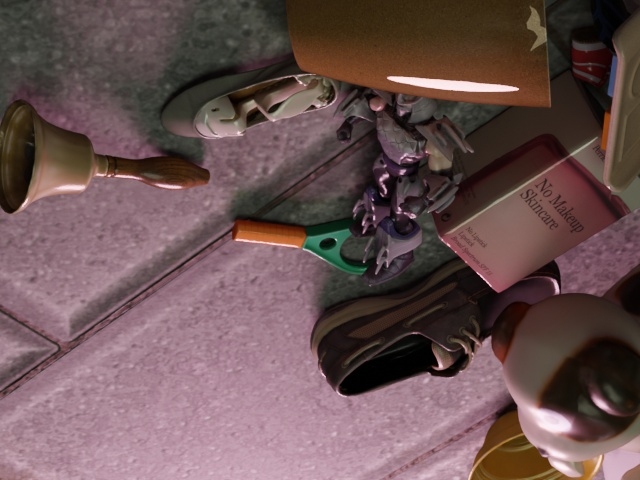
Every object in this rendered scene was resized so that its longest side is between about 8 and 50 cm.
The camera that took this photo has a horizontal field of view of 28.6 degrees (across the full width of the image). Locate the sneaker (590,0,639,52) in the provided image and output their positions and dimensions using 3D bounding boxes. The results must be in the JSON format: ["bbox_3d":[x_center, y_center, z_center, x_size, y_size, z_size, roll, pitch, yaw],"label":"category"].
[{"bbox_3d":[0.332,-0.306,1.367,0.081,0.080,0.211,-37,134,-18],"label":"sneaker"}]

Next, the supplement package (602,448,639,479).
[{"bbox_3d":[0.574,0.362,1.933,0.204,0.145,0.262,-7,172,-7],"label":"supplement package"}]

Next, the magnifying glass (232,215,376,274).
[{"bbox_3d":[0.000,0.000,1.607,0.231,0.026,0.092,8,131,-20],"label":"magnifying glass"}]

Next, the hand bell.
[{"bbox_3d":[-0.235,-0.082,1.430,0.242,0.126,0.126,5,133,-34],"label":"hand bell"}]

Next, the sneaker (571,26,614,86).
[{"bbox_3d":[0.350,-0.217,1.468,0.119,0.042,0.067,-4,132,0],"label":"sneaker"}]

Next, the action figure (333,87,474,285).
[{"bbox_3d":[0.089,-0.080,1.455,0.099,0.185,0.285,-19,144,-19],"label":"action figure"}]

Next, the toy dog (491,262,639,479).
[{"bbox_3d":[0.420,0.160,1.633,0.408,0.284,0.395,-9,121,-36],"label":"toy dog"}]

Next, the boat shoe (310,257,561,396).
[{"bbox_3d":[0.164,0.126,1.696,0.355,0.130,0.132,-22,135,8],"label":"boat shoe"}]

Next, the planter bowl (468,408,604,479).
[{"bbox_3d":[0.325,0.324,1.960,0.217,0.090,0.217,-7,135,-7],"label":"planter bowl"}]

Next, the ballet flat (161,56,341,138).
[{"bbox_3d":[-0.078,-0.154,1.405,0.213,0.068,0.072,-19,135,5],"label":"ballet flat"}]

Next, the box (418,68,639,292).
[{"bbox_3d":[0.260,-0.069,1.532,0.232,0.126,0.149,-34,132,19],"label":"box"}]

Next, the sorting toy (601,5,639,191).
[{"bbox_3d":[0.365,-0.184,1.390,0.193,0.038,0.208,-43,142,-32],"label":"sorting toy"}]

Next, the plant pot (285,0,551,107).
[{"bbox_3d":[0.099,-0.241,1.273,0.254,0.237,0.237,-5,136,10],"label":"plant pot"}]
